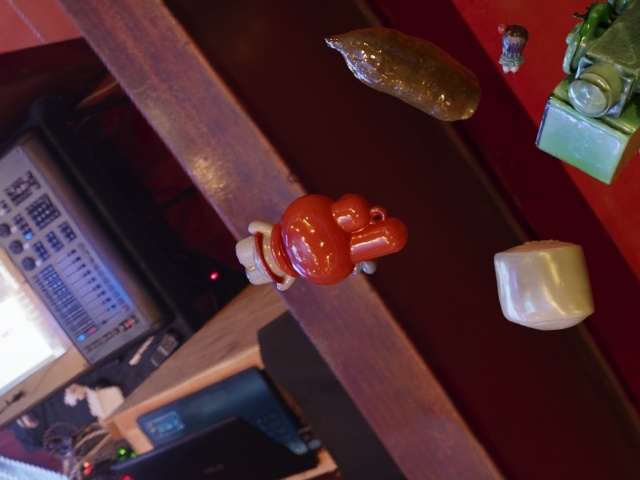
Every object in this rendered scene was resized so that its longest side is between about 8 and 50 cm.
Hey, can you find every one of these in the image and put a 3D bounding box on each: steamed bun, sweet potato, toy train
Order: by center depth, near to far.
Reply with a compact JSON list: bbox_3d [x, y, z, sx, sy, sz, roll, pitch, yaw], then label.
[{"bbox_3d":[0.349,-0.194,0.836,0.132,0.243,0.188,34,156,23],"label":"toy train"},{"bbox_3d":[0.479,0.100,1.661,0.154,0.250,0.200,-6,87,-14],"label":"steamed bun"},{"bbox_3d":[0.189,-0.390,1.696,0.369,0.158,0.158,21,122,-21],"label":"sweet potato"}]

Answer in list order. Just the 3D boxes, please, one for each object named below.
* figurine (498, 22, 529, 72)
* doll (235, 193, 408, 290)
[{"bbox_3d":[0.371,-0.374,1.456,0.060,0.047,0.106,20,147,21],"label":"figurine"},{"bbox_3d":[0.000,0.000,1.244,0.290,0.130,0.161,-17,105,22],"label":"doll"}]
